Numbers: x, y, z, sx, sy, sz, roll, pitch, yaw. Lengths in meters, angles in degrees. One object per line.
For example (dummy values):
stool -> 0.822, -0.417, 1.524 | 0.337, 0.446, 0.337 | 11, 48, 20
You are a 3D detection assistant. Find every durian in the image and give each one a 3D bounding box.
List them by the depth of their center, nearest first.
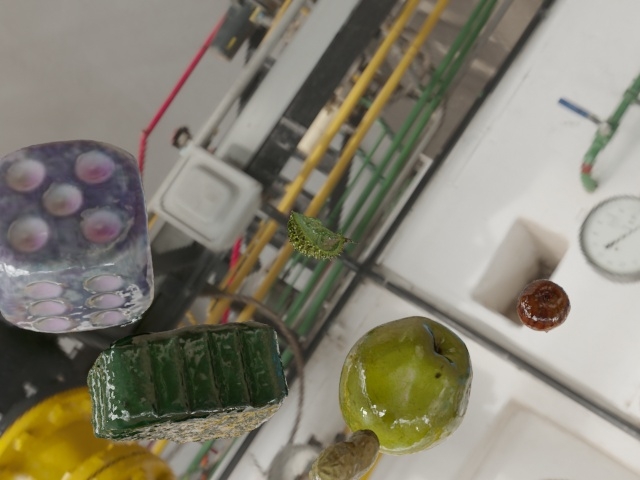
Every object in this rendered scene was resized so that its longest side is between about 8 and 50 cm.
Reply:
durian -> 0.000, 0.000, 2.291 | 0.215, 0.100, 0.086 | 26, 172, -34

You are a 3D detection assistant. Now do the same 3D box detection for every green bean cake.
green bean cake -> -0.239, 0.250, 1.569 | 0.308, 0.169, 0.300 | -4, 161, -24

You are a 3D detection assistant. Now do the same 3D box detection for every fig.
fig -> 0.532, 0.156, 2.178 | 0.128, 0.128, 0.150 | 31, -170, 26

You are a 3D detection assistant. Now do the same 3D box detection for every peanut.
peanut -> 0.047, 0.393, 1.655 | 0.080, 0.080, 0.174 | 31, -143, 28

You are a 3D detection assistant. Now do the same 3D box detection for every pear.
pear -> 0.171, 0.299, 1.872 | 0.294, 0.294, 0.294 | 33, 176, 3

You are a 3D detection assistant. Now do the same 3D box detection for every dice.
dice -> -0.446, -0.003, 1.653 | 0.270, 0.271, 0.270 | -7, 152, -12
